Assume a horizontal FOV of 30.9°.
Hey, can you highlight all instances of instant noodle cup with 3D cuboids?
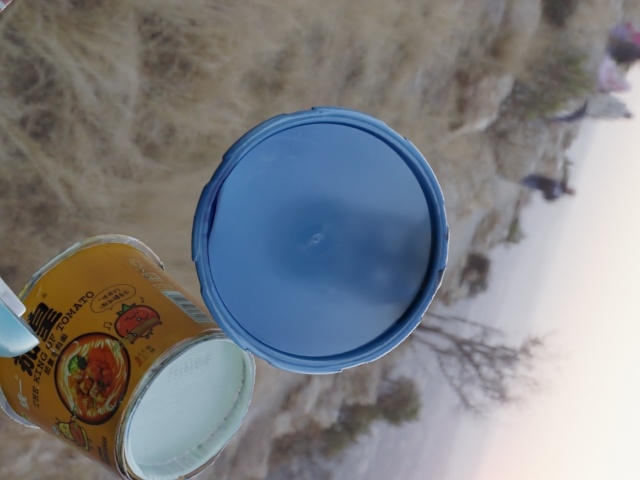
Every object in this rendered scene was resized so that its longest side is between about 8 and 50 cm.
[{"bbox_3d":[-0.177,0.124,1.100,0.216,0.172,0.216,-31,136,-36],"label":"instant noodle cup"}]

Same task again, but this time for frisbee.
[{"bbox_3d":[0.000,0.000,1.046,0.045,0.242,0.242,-166,-87,-72],"label":"frisbee"}]

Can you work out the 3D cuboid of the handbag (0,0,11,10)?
[{"bbox_3d":[-0.241,-0.242,0.726,0.298,0.171,0.151,-42,-143,5],"label":"handbag"}]

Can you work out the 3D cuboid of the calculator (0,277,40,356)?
[{"bbox_3d":[-0.297,-0.025,0.790,0.054,0.256,0.386,-44,-159,-16],"label":"calculator"}]
